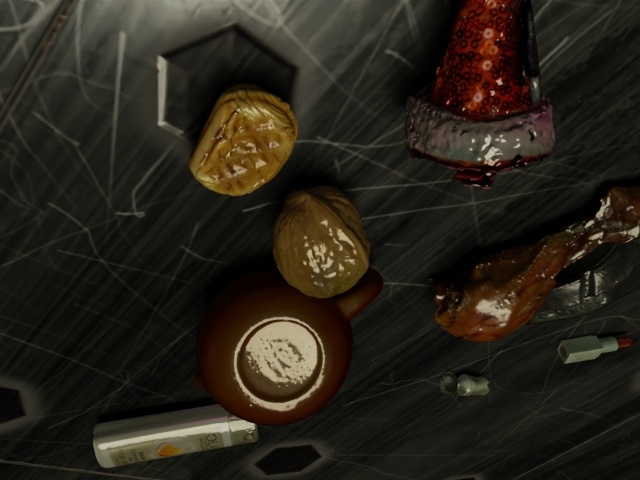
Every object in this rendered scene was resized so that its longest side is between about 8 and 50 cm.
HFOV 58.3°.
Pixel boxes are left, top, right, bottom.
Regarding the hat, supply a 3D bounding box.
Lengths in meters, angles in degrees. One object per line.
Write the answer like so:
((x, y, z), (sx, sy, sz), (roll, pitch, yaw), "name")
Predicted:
((0.136, -0.161, 0.463), (0.140, 0.128, 0.228), (-36, 133, -42), "hat")

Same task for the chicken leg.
((0.274, 0.027, 0.703), (0.304, 0.093, 0.113), (-36, 121, 15), "chicken leg")

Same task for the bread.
((-0.067, -0.086, 0.508), (0.083, 0.044, 0.111), (13, 132, -32), "bread")

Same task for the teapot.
((-0.039, 0.105, 0.672), (0.252, 0.135, 0.178), (-33, 108, -7), "teapot")

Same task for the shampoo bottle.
((-0.208, 0.284, 0.845), (0.227, 0.056, 0.086), (-6, 138, -10), "shampoo bottle")

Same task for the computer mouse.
((0.346, 0.066, 0.777), (0.192, 0.062, 0.105), (-37, 133, 20), "computer mouse")

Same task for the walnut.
((0.000, 0.000, 0.577), (0.105, 0.105, 0.124), (-18, 137, 2), "walnut")

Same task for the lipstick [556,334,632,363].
((0.459, 0.174, 0.946), (0.129, 0.030, 0.030), (-8, 137, -9), "lipstick")

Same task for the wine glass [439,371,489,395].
((0.240, 0.240, 0.948), (0.083, 0.039, 0.042), (12, 129, -32), "wine glass")
